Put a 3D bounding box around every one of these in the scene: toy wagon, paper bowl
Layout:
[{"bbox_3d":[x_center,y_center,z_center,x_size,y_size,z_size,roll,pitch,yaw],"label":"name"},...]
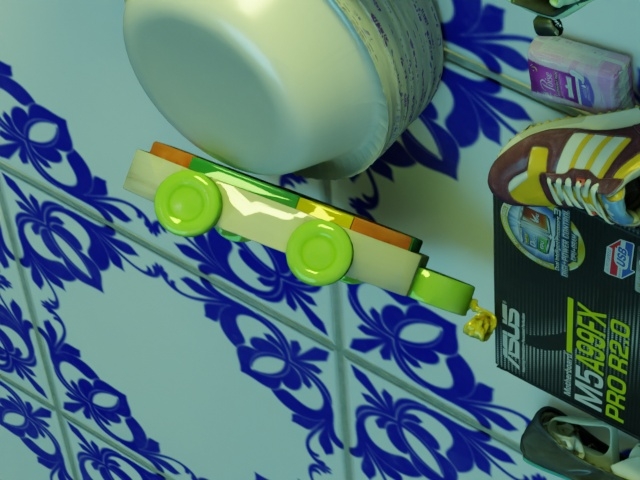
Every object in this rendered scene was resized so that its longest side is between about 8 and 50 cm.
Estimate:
[{"bbox_3d":[0.000,0.000,1.693,0.344,0.068,0.267,20,-178,7],"label":"toy wagon"},{"bbox_3d":[-0.050,-0.168,1.589,0.284,0.148,0.284,29,148,20],"label":"paper bowl"}]

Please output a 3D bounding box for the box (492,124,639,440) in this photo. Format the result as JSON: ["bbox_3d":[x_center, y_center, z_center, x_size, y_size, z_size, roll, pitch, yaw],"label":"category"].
[{"bbox_3d":[0.250,0.052,1.598,0.216,0.060,0.270,26,146,25],"label":"box"}]

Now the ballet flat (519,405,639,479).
[{"bbox_3d":[0.273,0.209,1.764,0.203,0.074,0.074,26,146,36],"label":"ballet flat"}]

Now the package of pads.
[{"bbox_3d":[0.200,-0.126,1.460,0.083,0.032,0.050,21,142,33],"label":"package of pads"}]

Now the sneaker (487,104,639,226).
[{"bbox_3d":[0.207,-0.047,1.438,0.185,0.084,0.069,-16,135,30],"label":"sneaker"}]

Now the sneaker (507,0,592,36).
[{"bbox_3d":[0.226,-0.193,1.227,0.256,0.151,0.094,2,129,47],"label":"sneaker"}]
